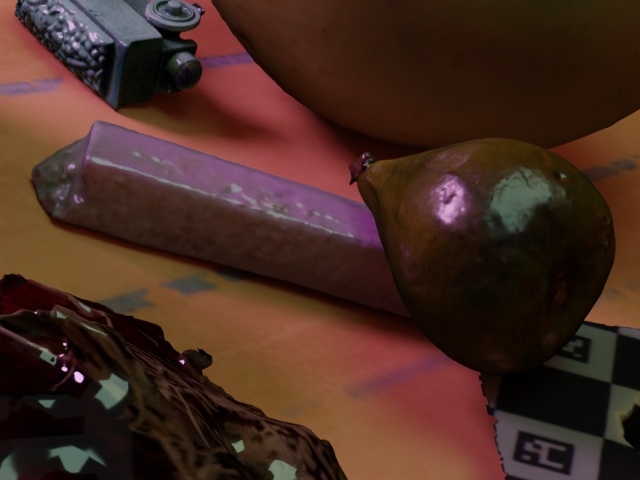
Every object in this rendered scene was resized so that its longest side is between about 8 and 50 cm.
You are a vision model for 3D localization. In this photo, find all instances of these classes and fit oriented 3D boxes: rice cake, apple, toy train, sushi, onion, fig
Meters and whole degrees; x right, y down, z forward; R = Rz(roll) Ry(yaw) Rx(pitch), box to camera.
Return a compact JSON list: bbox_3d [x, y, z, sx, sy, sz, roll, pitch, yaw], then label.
[{"bbox_3d":[0.000,0.000,1.218,0.365,0.056,0.073,18,24,-11],"label":"rice cake"},{"bbox_3d":[0.114,-0.285,1.424,0.473,0.474,0.474,18,26,-9],"label":"apple"},{"bbox_3d":[-0.154,-0.157,1.392,0.099,0.070,0.172,-13,41,-36],"label":"toy train"},{"bbox_3d":[0.246,0.169,1.086,0.320,0.069,0.339,7,28,-9],"label":"sushi"},{"bbox_3d":[-0.075,0.158,0.676,0.314,0.232,0.314,42,12,-11],"label":"onion"},{"bbox_3d":[0.076,-0.007,1.130,0.185,0.133,0.126,29,1,18],"label":"fig"}]
